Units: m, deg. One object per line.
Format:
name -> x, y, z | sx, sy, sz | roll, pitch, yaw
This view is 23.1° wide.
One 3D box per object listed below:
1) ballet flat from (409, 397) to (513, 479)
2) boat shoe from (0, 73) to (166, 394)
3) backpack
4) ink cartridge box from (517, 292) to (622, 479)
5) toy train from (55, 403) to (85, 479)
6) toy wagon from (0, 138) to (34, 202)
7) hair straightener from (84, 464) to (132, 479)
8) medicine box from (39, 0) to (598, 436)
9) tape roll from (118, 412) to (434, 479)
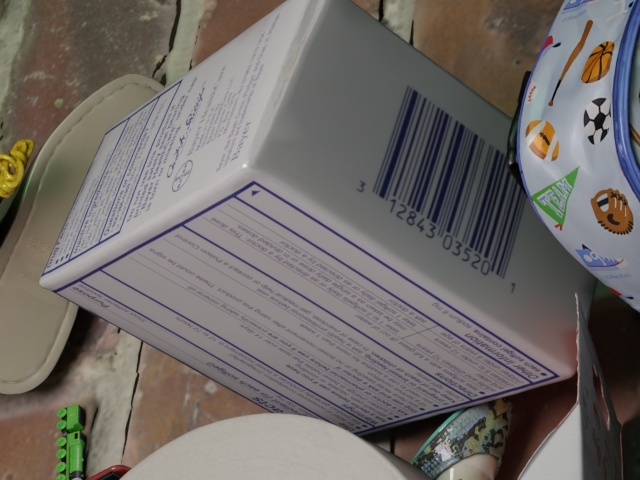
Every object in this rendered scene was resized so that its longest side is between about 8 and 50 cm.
ballet flat -> 0.075, 0.189, 1.084 | 0.188, 0.070, 0.070 | -47, 43, 10
boat shoe -> -0.234, -0.007, 1.420 | 0.097, 0.116, 0.324 | -18, 44, 62
backpack -> 0.259, -0.059, 0.969 | 0.213, 0.263, 0.276 | -30, 36, 57
ink cartridge box -> 0.150, 0.173, 0.953 | 0.056, 0.181, 0.224 | -8, 54, 15
toy train -> -0.211, 0.175, 1.332 | 0.024, 0.017, 0.083 | -17, 49, 11
toy wagon -> -0.343, 0.034, 1.378 | 0.344, 0.068, 0.267 | -56, 17, 36
hair straightener -> -0.239, 0.260, 1.266 | 0.230, 0.047, 0.089 | -24, 47, 20
medicine box -> 0.000, 0.000, 1.070 | 0.289, 0.263, 0.149 | -24, 40, 52
tape roll -> -0.049, 0.307, 1.030 | 0.392, 0.072, 0.392 | -18, 58, 32
